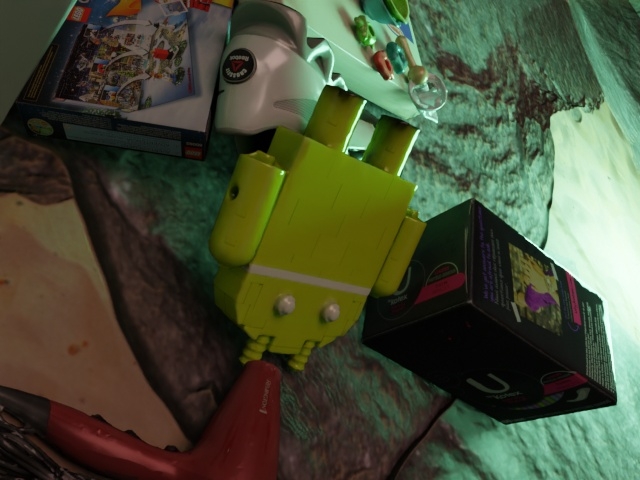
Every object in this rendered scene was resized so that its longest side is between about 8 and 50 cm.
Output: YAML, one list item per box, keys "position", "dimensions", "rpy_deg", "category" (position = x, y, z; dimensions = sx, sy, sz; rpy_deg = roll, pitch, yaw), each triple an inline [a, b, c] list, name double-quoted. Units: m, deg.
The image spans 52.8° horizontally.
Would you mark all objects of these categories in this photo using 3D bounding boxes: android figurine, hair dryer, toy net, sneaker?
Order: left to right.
- position: [-0.127, 0.171, 0.488]
  dimensions: [0.293, 0.080, 0.224]
  rpy_deg: [-20, 81, -47]
  category: "hair dryer"
- position: [-0.014, -0.093, 0.692]
  dimensions: [0.330, 0.122, 0.146]
  rpy_deg: [35, 68, -55]
  category: "sneaker"
- position: [0.000, 0.000, 0.615]
  dimensions: [0.248, 0.056, 0.273]
  rpy_deg: [18, 98, -46]
  category: "android figurine"
- position: [0.117, -0.229, 0.833]
  dimensions: [0.232, 0.045, 0.122]
  rpy_deg: [46, 38, -40]
  category: "toy net"

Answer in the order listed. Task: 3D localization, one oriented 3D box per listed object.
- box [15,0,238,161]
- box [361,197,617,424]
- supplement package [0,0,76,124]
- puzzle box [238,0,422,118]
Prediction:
- position: [-0.171, -0.190, 0.619]
  dimensions: [0.159, 0.044, 0.233]
  rpy_deg: [8, 58, -5]
  category: "box"
- position: [0.205, 0.098, 0.773]
  dimensions: [0.270, 0.165, 0.143]
  rpy_deg: [32, 50, -26]
  category: "box"
- position: [-0.310, -0.220, 0.441]
  dimensions: [0.262, 0.204, 0.145]
  rpy_deg: [27, 51, -30]
  category: "supplement package"
- position: [0.019, -0.325, 0.817]
  dimensions: [0.409, 0.052, 0.272]
  rpy_deg: [8, 67, -60]
  category: "puzzle box"
